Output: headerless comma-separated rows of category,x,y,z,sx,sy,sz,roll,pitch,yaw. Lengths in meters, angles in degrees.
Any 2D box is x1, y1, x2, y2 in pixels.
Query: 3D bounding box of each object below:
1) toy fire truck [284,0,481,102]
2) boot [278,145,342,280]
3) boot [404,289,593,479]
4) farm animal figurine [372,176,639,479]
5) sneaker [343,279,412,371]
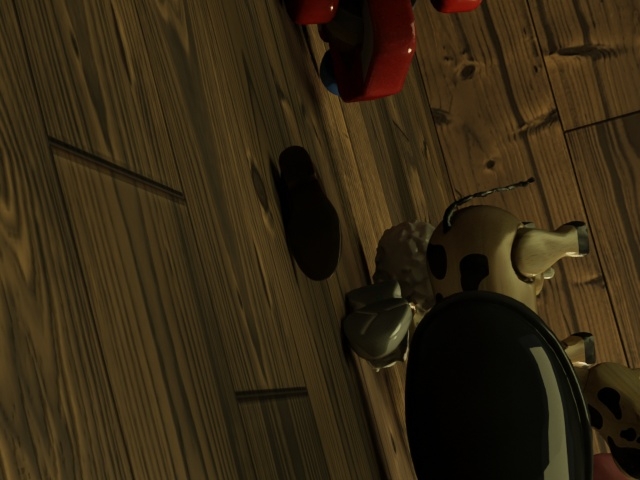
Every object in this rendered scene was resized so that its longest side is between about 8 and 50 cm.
toy fire truck,0.033,-0.260,1.777,0.254,0.169,0.302,104,-23,-64
boot,0.000,0.000,1.367,0.114,0.037,0.106,71,8,-64
boot,0.126,0.246,1.332,0.445,0.146,0.367,-46,126,-79
farm animal figurine,0.166,0.111,1.661,0.330,0.172,0.326,-25,-103,53
sneaker,0.051,0.075,1.520,0.152,0.054,0.061,-74,150,-79
